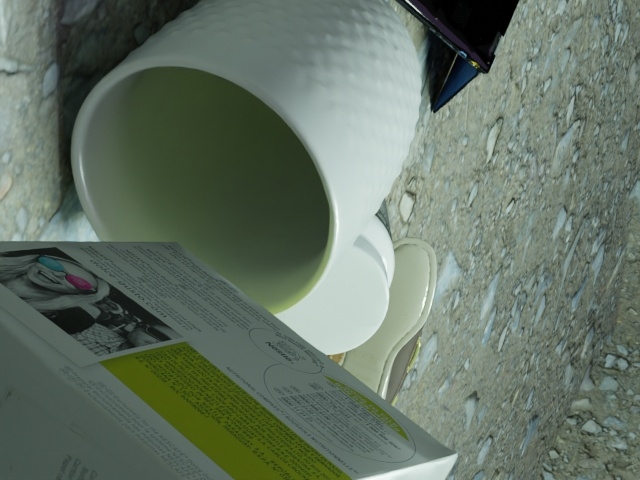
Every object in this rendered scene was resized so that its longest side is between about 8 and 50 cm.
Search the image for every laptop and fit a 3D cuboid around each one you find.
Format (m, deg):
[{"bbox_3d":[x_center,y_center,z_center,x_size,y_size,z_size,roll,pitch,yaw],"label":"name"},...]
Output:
[{"bbox_3d":[0.191,-0.432,2.315,0.408,0.236,0.382,33,74,-40],"label":"laptop"}]

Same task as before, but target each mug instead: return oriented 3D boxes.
[{"bbox_3d":[-0.070,-0.095,1.650,0.374,0.276,0.328,-48,-178,40],"label":"mug"}]

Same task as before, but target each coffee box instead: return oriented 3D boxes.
[{"bbox_3d":[-0.161,0.227,1.289,0.334,0.338,0.338,-1,122,-58],"label":"coffee box"}]

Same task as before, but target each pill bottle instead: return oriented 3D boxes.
[{"bbox_3d":[0.000,0.000,1.848,0.283,0.161,0.161,-95,-166,-65],"label":"pill bottle"}]

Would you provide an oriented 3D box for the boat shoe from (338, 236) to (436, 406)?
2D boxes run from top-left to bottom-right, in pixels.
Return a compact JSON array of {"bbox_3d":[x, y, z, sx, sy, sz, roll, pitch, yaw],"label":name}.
[{"bbox_3d":[0.096,0.141,2.447,0.096,0.116,0.324,-19,130,-70],"label":"boat shoe"}]

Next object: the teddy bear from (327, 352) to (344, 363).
[{"bbox_3d":[-0.047,0.222,2.123,0.245,0.113,0.338,-47,148,-64],"label":"teddy bear"}]
